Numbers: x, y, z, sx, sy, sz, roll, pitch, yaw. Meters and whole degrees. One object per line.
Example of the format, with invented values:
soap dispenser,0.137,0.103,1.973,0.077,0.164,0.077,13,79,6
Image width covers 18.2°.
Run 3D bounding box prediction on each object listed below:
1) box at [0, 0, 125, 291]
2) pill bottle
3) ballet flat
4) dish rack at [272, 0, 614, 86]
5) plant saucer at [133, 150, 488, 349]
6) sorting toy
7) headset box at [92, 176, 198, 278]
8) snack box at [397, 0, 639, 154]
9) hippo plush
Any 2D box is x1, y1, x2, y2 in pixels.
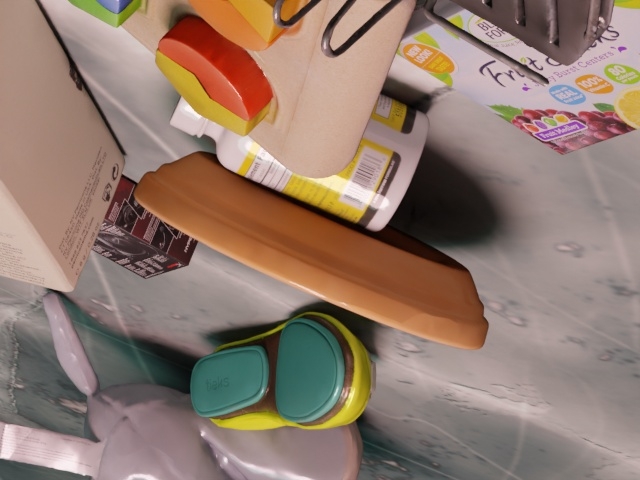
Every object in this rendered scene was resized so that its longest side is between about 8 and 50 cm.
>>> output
box,-0.199,-0.078,1.049,0.113,0.094,0.275,15,158,16
pill bottle,-0.011,-0.055,0.969,0.116,0.065,0.065,24,159,-6
ballet flat,-0.008,0.091,1.337,0.077,0.077,0.231,7,170,-27
dish rack,-0.028,-0.149,0.628,0.271,0.074,0.208,33,157,26
plant saucer,0.000,0.000,1.043,0.200,0.037,0.200,23,-176,-2
sorting toy,-0.066,-0.115,0.846,0.208,0.038,0.193,37,160,6
headset box,-0.123,-0.012,1.227,0.083,0.032,0.062,31,157,-22
snack box,0.107,-0.086,0.819,0.100,0.037,0.141,31,157,-20
hippo plush,-0.112,0.225,1.515,0.294,0.234,0.236,20,159,1
